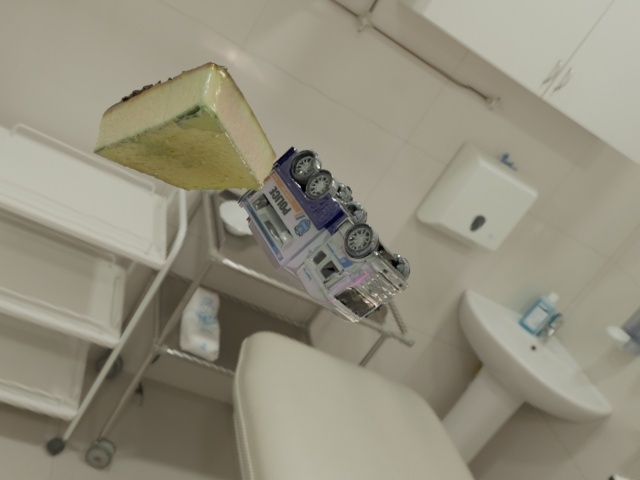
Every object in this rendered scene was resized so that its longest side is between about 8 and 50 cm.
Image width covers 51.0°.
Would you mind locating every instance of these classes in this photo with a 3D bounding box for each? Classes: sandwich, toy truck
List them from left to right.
[{"bbox_3d":[-0.102,-0.094,0.649,0.162,0.058,0.193,21,-20,-40],"label":"sandwich"},{"bbox_3d":[0.000,0.000,0.970,0.124,0.155,0.268,40,12,-48],"label":"toy truck"}]
